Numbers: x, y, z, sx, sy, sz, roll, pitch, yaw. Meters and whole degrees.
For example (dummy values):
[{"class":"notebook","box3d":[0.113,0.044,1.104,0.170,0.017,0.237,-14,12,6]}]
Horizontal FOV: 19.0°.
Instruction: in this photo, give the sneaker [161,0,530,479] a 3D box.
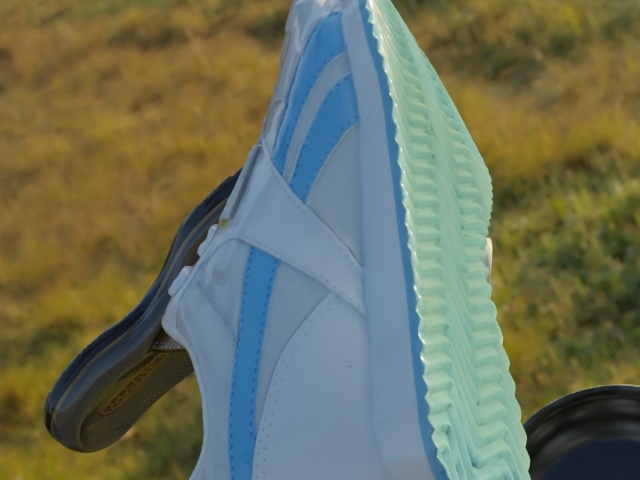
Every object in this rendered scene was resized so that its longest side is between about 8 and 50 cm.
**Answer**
[{"class":"sneaker","box3d":[0.000,0.000,0.583,0.092,0.087,0.228,-23,39,20]}]

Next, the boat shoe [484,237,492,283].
[{"class":"boat shoe","box3d":[0.067,0.086,1.433,0.069,0.227,0.081,17,35,-5]}]

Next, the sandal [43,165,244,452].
[{"class":"sandal","box3d":[-0.052,0.039,0.948,0.219,0.060,0.090,-46,-27,14]}]

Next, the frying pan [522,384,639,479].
[{"class":"frying pan","box3d":[0.273,0.214,1.324,0.053,0.326,0.197,97,-172,-71]}]
